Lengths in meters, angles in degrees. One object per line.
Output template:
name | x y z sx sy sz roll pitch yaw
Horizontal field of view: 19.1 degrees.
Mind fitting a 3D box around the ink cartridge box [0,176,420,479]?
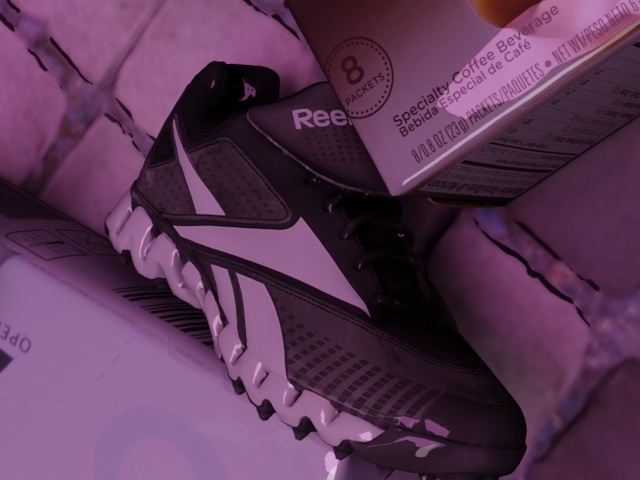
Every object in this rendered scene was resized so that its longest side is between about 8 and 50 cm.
ink cartridge box | -0.159 0.181 0.807 0.308 0.091 0.385 28 102 27

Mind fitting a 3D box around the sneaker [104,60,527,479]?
sneaker | 0.000 0.000 0.689 0.234 0.078 0.106 39 114 48

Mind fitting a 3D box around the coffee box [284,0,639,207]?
coffee box | 0.107 -0.134 0.654 0.246 0.098 0.141 -34 74 25
